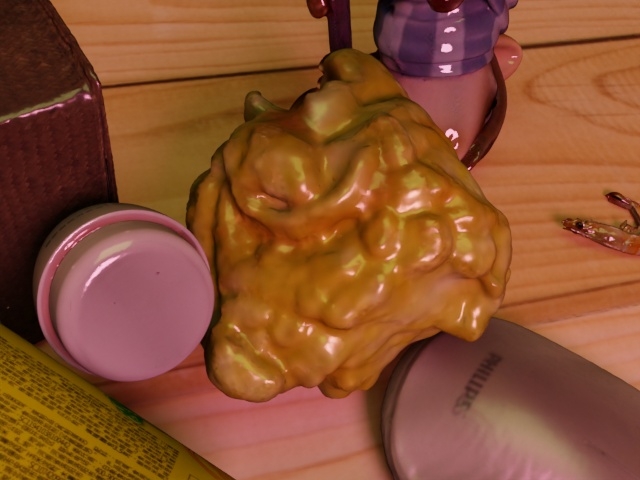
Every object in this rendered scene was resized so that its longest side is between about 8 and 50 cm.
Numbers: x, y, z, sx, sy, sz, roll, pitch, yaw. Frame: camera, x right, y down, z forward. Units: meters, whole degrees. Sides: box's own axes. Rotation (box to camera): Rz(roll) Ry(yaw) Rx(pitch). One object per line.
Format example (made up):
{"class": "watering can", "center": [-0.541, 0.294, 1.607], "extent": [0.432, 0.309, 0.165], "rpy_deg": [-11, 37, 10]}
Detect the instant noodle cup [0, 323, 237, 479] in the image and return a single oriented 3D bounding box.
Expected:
{"class": "instant noodle cup", "center": [-0.171, 0.212, 0.445], "extent": [0.221, 0.311, 0.311], "rpy_deg": [27, 53, -2]}

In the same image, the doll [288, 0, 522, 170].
{"class": "doll", "center": [0.108, -0.208, 0.760], "extent": [0.317, 0.340, 0.209], "rpy_deg": [-9, 52, -5]}

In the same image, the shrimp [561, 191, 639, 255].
{"class": "shrimp", "center": [0.301, -0.022, 0.846], "extent": [0.114, 0.023, 0.083], "rpy_deg": [10, 49, -8]}

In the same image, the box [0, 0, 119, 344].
{"class": "box", "center": [-0.254, -0.052, 0.624], "extent": [0.143, 0.273, 0.184], "rpy_deg": [-24, 60, -25]}

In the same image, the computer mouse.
{"class": "computer mouse", "center": [0.203, 0.182, 0.635], "extent": [0.330, 0.095, 0.197], "rpy_deg": [29, 59, 13]}

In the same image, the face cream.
{"class": "face cream", "center": [-0.135, 0.032, 0.550], "extent": [0.117, 0.117, 0.104], "rpy_deg": [-21, 25, -23]}

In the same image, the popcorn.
{"class": "popcorn", "center": [0.000, 0.000, 0.637], "extent": [0.250, 0.235, 0.242], "rpy_deg": [-31, 42, 0]}
